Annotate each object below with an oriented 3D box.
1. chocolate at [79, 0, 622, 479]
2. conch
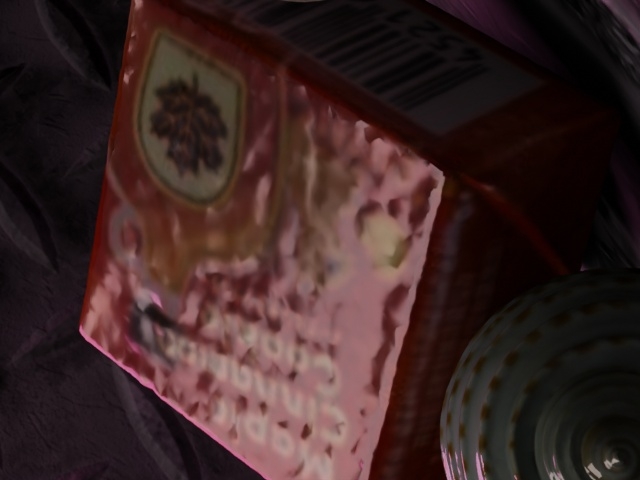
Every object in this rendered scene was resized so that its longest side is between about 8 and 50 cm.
[{"bbox_3d":[0.000,0.000,0.912,0.237,0.108,0.234,33,125,32],"label":"chocolate"},{"bbox_3d":[0.140,0.075,0.807,0.200,0.172,0.131,-54,-27,-69],"label":"conch"}]
